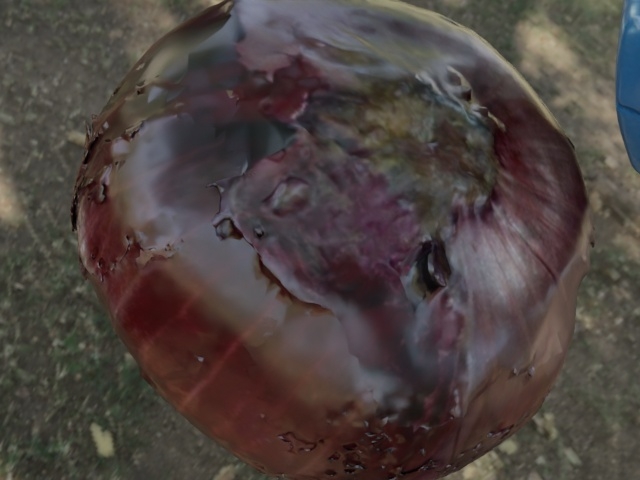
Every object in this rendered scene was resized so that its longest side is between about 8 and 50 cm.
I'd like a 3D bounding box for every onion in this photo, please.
[{"bbox_3d":[0.000,0.000,0.517,0.252,0.219,0.252,15,62,-31],"label":"onion"}]

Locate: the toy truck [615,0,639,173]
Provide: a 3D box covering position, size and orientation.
[{"bbox_3d":[0.320,-0.074,0.484,0.385,0.161,0.162,21,67,28],"label":"toy truck"}]
